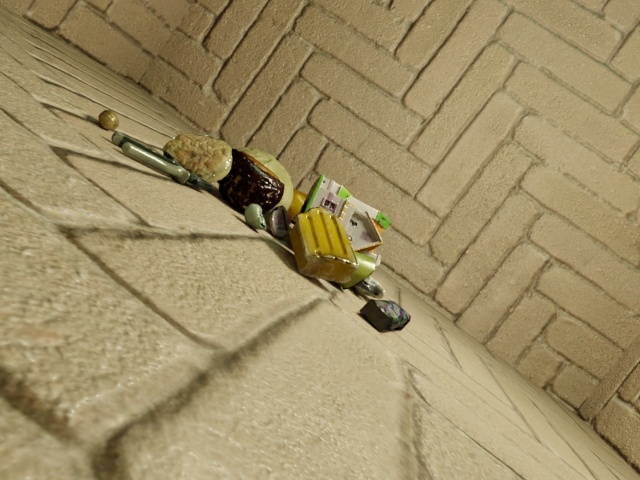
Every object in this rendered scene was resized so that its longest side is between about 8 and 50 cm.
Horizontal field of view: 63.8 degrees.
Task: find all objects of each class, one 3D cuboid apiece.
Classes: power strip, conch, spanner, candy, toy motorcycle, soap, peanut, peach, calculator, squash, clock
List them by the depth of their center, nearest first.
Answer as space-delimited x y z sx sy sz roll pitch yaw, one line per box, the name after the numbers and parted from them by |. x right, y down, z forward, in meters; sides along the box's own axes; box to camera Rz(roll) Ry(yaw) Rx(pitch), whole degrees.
-0.404 -0.196 1.363 0.095 0.040 0.325 41 8 35 | spanner
-0.568 -0.323 1.379 0.054 0.054 0.113 34 5 -27 | peanut
0.000 0.000 1.460 0.160 0.080 0.257 13 33 -22 | soap
-0.192 -0.063 1.505 0.076 0.056 0.085 57 18 -50 | conch
0.196 0.218 1.505 0.088 0.061 0.312 41 6 20 | candy
0.016 0.064 1.563 0.287 0.137 0.137 22 9 -18 | squash
-0.131 -0.062 1.695 0.024 0.103 0.166 -8 8 17 | calculator
0.075 -0.034 1.717 0.309 0.235 0.166 27 -20 -8 | clock
0.152 0.152 1.767 0.151 0.074 0.228 29 -2 -21 | toy motorcycle
-0.165 -0.072 1.823 0.175 0.042 0.075 42 7 40 | power strip
-0.097 -0.150 2.455 0.251 0.153 0.251 29 5 -3 | peach

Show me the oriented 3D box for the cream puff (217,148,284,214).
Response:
-0.235 -0.182 1.666 0.239 0.165 0.239 36 4 -3 | cream puff

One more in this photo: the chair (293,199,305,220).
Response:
0.026 -0.032 1.888 0.272 0.166 0.188 41 -23 -7 | chair

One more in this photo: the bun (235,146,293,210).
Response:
-0.252 -0.273 2.219 0.364 0.202 0.364 38 4 -4 | bun

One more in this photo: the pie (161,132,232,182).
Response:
-0.359 -0.259 1.556 0.218 0.185 0.052 40 -30 26 | pie
